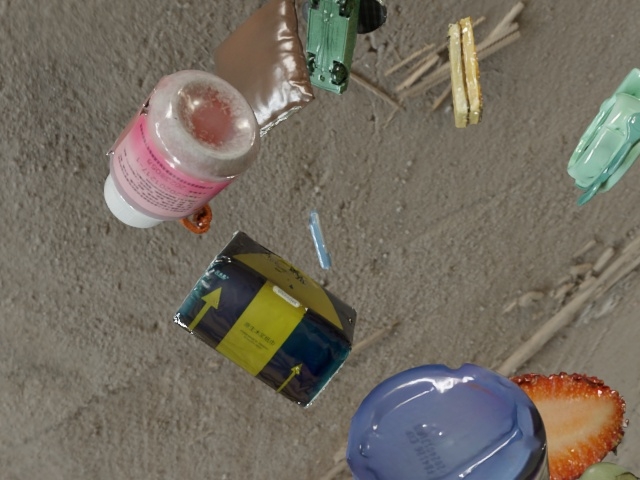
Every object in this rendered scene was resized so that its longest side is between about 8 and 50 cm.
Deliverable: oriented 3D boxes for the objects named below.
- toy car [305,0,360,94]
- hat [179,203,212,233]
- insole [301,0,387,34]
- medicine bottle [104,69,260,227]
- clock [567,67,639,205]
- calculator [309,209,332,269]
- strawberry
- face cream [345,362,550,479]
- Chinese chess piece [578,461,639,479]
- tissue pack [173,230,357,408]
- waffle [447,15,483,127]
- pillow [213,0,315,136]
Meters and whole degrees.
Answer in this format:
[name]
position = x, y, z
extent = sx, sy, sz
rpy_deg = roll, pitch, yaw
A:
[toy car]
position = 0.038, -0.558, 1.561
extent = 0.097, 0.142, 0.320
rpy_deg = -33, 140, -44
[hat]
position = -0.376, -0.092, 1.649
extent = 0.093, 0.162, 0.112
rpy_deg = -50, 133, -11
[insole]
position = 0.061, -0.628, 1.625
extent = 0.012, 0.310, 0.110
rpy_deg = -41, 135, -30
[medicine bottle]
position = -0.191, -0.102, 0.754
extent = 0.147, 0.146, 0.247
rpy_deg = 7, 158, -35
[clock]
position = 0.398, -0.135, 0.801
extent = 0.188, 0.060, 0.148
rpy_deg = -53, 169, -38
[calculator]
position = 0.000, 0.000, 1.937
extent = 0.039, 0.121, 0.210
rpy_deg = -14, 104, 5
[strawberry]
position = 0.473, 0.390, 1.206
extent = 0.307, 0.233, 0.138
rpy_deg = 0, 164, -17
[face cream]
position = 0.171, 0.313, 0.768
extent = 0.249, 0.249, 0.224
rpy_deg = -21, 120, -13
[Chinese chess piece]
position = 0.480, 0.445, 0.978
extent = 0.144, 0.059, 0.143
rpy_deg = 1, 89, -36
[tissue pack]
position = -0.136, 0.196, 1.531
extent = 0.417, 0.264, 0.253
rpy_deg = 34, 105, -4
[waffle]
position = 0.226, -0.260, 0.920
extent = 0.043, 0.147, 0.102
rpy_deg = -6, 175, 13
[pillow]
position = -0.147, -0.401, 1.397
extent = 0.109, 0.305, 0.308
rpy_deg = 4, 160, -45
